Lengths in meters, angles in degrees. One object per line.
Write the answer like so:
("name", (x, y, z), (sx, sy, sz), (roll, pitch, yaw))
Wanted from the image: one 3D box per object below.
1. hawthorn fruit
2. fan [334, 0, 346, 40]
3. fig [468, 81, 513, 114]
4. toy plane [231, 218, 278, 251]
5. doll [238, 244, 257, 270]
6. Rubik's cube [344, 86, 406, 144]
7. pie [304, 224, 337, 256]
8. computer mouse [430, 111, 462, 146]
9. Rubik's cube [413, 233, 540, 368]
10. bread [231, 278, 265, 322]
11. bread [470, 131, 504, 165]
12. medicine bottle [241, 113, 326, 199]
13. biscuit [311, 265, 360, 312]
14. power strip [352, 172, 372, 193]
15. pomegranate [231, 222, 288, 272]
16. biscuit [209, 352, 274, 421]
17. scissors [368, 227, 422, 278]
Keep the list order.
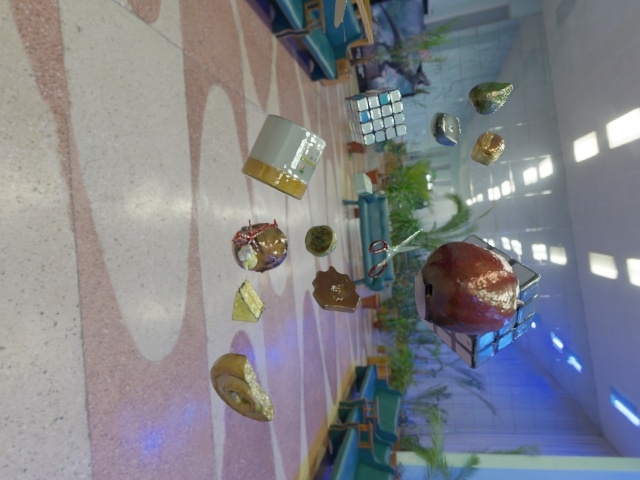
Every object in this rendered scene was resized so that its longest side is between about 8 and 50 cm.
("hawthorn fruit", (0.330, 0.113, 0.892), (0.215, 0.250, 0.215), (21, 90, -90))
("fan", (0.075, -0.761, 1.360), (0.182, 0.010, 0.309), (116, -25, -60))
("fig", (0.658, -0.556, 1.563), (0.123, 0.156, 0.123), (44, 31, -35))
("toy plane", (-0.251, -0.038, 1.539), (0.194, 0.077, 0.126), (-52, 132, -32))
("doll", (-0.352, 0.082, 1.990), (0.162, 0.062, 0.106), (80, 32, -61))
("Rubik's cube", (0.185, -0.423, 1.384), (0.151, 0.155, 0.154), (-123, -165, -66))
("pie", (0.000, 0.000, 2.214), (0.041, 0.187, 0.186), (48, 39, -69))
("computer mouse", (0.455, -0.411, 1.503), (0.229, 0.069, 0.112), (-3, 96, -53))
("Rubik's cube", (0.559, 0.214, 1.483), (0.304, 0.305, 0.300), (42, -24, 46))
("bread", (-0.349, 0.298, 1.932), (0.178, 0.142, 0.266), (44, 7, -5))
("bread", (0.866, -0.479, 2.102), (0.236, 0.140, 0.106), (-50, 166, -44))
("medicine bottle", (-0.129, -0.292, 1.456), (0.231, 0.238, 0.238), (-64, 165, 3))
("biscuit", (0.053, 0.180, 1.527), (0.215, 0.183, 0.034), (-100, -153, -48))
("power strip", (0.210, -0.269, 1.989), (0.385, 0.063, 0.090), (-20, 102, -77))
("pomegranate", (-0.341, 0.043, 2.309), (0.322, 0.323, 0.321), (-6, 90, -76))
("biscuit", (-0.271, 0.497, 1.364), (0.274, 0.213, 0.091), (62, 39, -23))
("scissors", (0.261, 0.032, 1.398), (0.017, 0.248, 0.144), (35, -42, 45))
